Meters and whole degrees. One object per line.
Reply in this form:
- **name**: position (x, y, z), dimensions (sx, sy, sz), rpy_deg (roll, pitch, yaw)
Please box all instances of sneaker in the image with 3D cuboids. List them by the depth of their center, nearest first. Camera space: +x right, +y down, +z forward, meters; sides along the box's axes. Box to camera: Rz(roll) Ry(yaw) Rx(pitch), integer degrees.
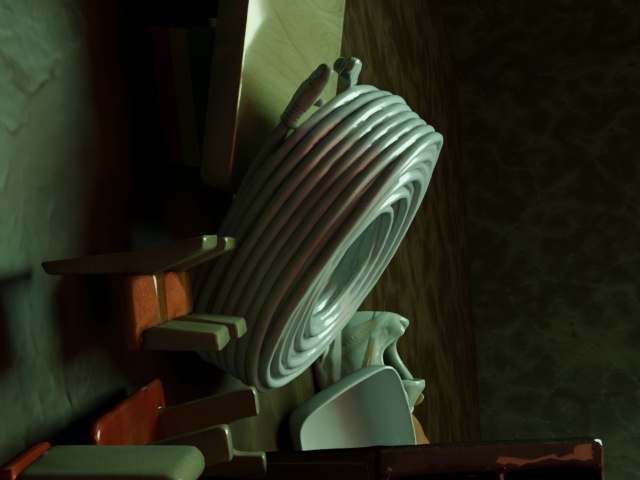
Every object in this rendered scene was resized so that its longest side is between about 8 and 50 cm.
- **sneaker**: position (0.063, 0.206, 1.067), dimensions (0.099, 0.121, 0.262), rpy_deg (8, 75, -74)

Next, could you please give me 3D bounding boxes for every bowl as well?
- **bowl**: position (0.029, 0.208, 0.975), dimensions (0.142, 0.053, 0.142), rpy_deg (-28, 114, -29)

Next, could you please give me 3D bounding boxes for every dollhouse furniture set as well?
- **dollhouse furniture set**: position (-0.111, 0.135, 0.497), dimensions (0.259, 0.135, 0.262), rpy_deg (-8, 91, -87)

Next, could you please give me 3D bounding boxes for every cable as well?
- **cable**: position (0.000, 0.000, 0.734), dimensions (0.257, 0.089, 0.257), rpy_deg (-57, 166, 3)

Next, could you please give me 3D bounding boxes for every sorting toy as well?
- **sorting toy**: position (-0.059, -0.159, 0.774), dimensions (0.257, 0.089, 0.255), rpy_deg (15, 81, -75)

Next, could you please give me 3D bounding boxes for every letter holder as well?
- **letter holder**: position (0.046, 0.248, 0.627), dimensions (0.302, 0.152, 0.214), rpy_deg (149, -59, -64)

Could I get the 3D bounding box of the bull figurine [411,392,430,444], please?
- **bull figurine**: position (0.113, 0.347, 1.242), dimensions (0.188, 0.101, 0.310), rpy_deg (-74, 151, -49)
